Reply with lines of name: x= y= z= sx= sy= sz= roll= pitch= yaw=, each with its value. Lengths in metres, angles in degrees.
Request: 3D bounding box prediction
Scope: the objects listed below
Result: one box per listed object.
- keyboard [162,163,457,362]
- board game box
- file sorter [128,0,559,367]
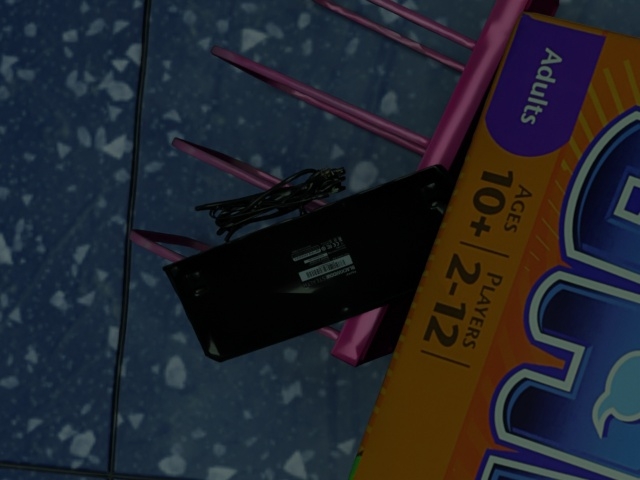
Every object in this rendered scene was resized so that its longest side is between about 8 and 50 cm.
keyboard: x=0.000 y=0.000 z=0.975 sx=0.192 sy=0.038 sz=0.100 roll=-20 pitch=106 yaw=12
board game box: x=0.252 y=0.133 z=0.908 sx=0.356 sy=0.356 sz=0.357 roll=17 pitch=82 yaw=22
file sorter: x=0.020 y=-0.087 z=1.085 sx=0.182 sy=0.202 sz=0.291 roll=25 pitch=93 yaw=9
